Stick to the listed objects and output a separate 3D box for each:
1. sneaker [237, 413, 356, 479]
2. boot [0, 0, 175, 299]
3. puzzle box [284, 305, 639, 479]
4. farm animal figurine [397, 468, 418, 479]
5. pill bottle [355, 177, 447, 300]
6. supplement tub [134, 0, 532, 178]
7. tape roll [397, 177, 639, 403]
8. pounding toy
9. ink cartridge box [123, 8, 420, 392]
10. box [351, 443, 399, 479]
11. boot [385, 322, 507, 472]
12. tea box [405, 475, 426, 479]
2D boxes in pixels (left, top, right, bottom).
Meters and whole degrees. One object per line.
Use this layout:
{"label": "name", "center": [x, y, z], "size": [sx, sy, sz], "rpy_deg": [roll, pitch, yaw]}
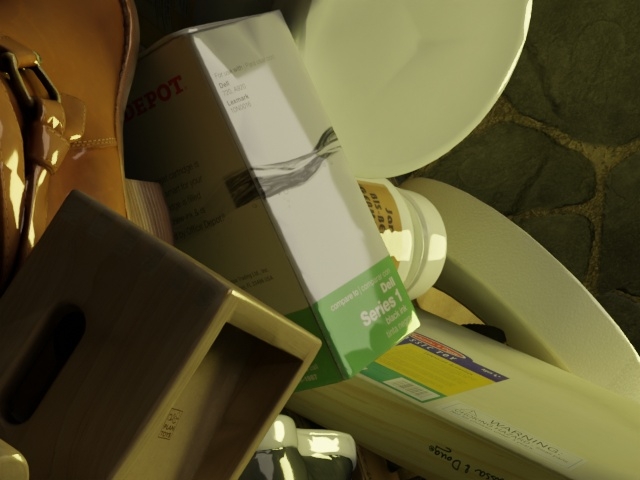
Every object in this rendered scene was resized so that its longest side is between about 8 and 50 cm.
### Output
{"label": "sneaker", "center": [-0.032, 0.186, 0.654], "size": [0.296, 0.105, 0.146], "rpy_deg": [56, 28, -75]}
{"label": "boot", "center": [-0.174, -0.086, 0.530], "size": [0.220, 0.109, 0.283], "rpy_deg": [6, 68, -74]}
{"label": "puzzle box", "center": [0.163, 0.149, 0.868], "size": [0.272, 0.409, 0.052], "rpy_deg": [-1, 111, -57]}
{"label": "farm animal figurine", "center": [0.190, 0.319, 1.290], "size": [0.326, 0.172, 0.330], "rpy_deg": [48, -3, -3]}
{"label": "pill bottle", "center": [0.000, 0.000, 0.889], "size": [0.229, 0.131, 0.131], "rpy_deg": [4, 60, -52]}
{"label": "supplement tub", "center": [-0.026, -0.211, 0.842], "size": [0.331, 0.241, 0.241], "rpy_deg": [42, -9, 42]}
{"label": "tape roll", "center": [0.197, 0.099, 1.205], "size": [0.392, 0.072, 0.392], "rpy_deg": [44, -13, 13]}
{"label": "pounding toy", "center": [-0.110, 0.077, 0.432], "size": [0.094, 0.181, 0.206], "rpy_deg": [31, -4, 21]}
{"label": "ink cartridge box", "center": [-0.059, -0.013, 0.695], "size": [0.093, 0.160, 0.219], "rpy_deg": [-29, 98, -47]}
{"label": "box", "center": [0.044, 0.208, 1.185], "size": [0.164, 0.021, 0.201], "rpy_deg": [50, 19, -59]}
{"label": "boot", "center": [0.124, 0.165, 1.126], "size": [0.077, 0.198, 0.137], "rpy_deg": [-25, 96, -42]}
{"label": "tea box", "center": [0.170, 0.376, 0.888], "size": [0.323, 0.220, 0.329], "rpy_deg": [-51, 118, -78]}
